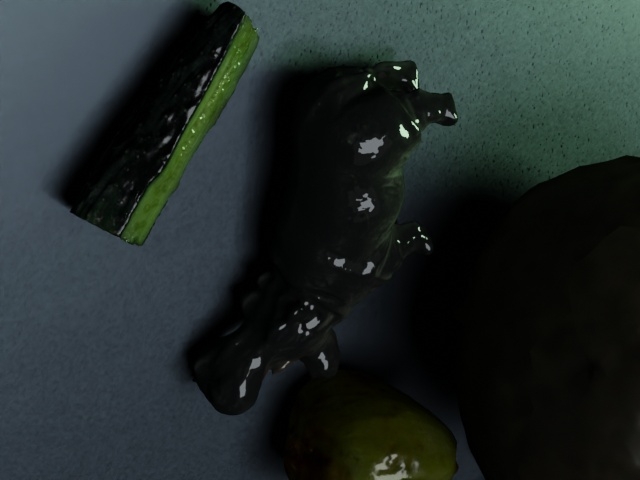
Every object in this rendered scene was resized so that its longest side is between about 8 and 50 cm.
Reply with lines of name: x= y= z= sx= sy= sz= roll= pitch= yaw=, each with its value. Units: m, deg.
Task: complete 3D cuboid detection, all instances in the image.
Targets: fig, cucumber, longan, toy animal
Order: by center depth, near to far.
cucumber: x=-0.127 y=-0.100 z=1.502 sx=0.211 sy=0.062 sz=0.078 roll=-61 pitch=168 yaw=0
toy animal: x=0.011 y=0.005 z=1.636 sx=0.168 sy=0.106 sz=0.343 roll=4 pitch=116 yaw=-40
fig: x=0.047 y=0.204 z=1.745 sx=0.165 sy=0.154 sz=0.144 roll=4 pitch=135 yaw=9
longan: x=0.303 y=0.114 z=1.746 sx=0.391 sy=0.391 sz=0.391 roll=-19 pitch=125 yaw=-28
